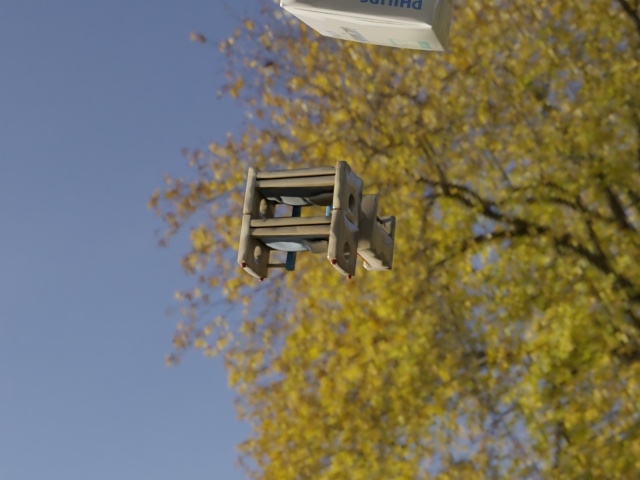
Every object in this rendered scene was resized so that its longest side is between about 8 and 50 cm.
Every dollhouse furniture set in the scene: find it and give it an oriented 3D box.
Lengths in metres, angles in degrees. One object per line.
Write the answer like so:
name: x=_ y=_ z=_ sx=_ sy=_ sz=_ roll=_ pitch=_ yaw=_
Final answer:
dollhouse furniture set: x=0.000 y=0.000 z=1.513 sx=0.129 sy=0.128 sz=0.184 roll=-2 pitch=-22 yaw=23

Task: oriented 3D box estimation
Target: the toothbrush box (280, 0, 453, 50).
toothbrush box: x=0.062 y=-0.317 z=1.009 sx=0.126 sy=0.295 sz=0.216 roll=10 pitch=4 yaw=8
